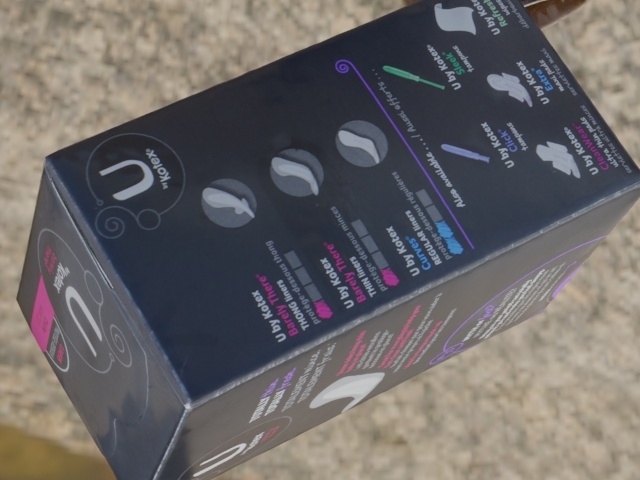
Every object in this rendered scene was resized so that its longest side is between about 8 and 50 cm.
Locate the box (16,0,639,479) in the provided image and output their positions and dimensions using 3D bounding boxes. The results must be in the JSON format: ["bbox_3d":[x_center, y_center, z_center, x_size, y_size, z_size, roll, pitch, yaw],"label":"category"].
[{"bbox_3d":[0.000,0.000,0.917,0.270,0.143,0.165,-25,162,-25],"label":"box"}]

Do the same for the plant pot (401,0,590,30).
[{"bbox_3d":[0.128,-0.254,1.542,0.167,0.167,0.165,-21,85,15],"label":"plant pot"}]
